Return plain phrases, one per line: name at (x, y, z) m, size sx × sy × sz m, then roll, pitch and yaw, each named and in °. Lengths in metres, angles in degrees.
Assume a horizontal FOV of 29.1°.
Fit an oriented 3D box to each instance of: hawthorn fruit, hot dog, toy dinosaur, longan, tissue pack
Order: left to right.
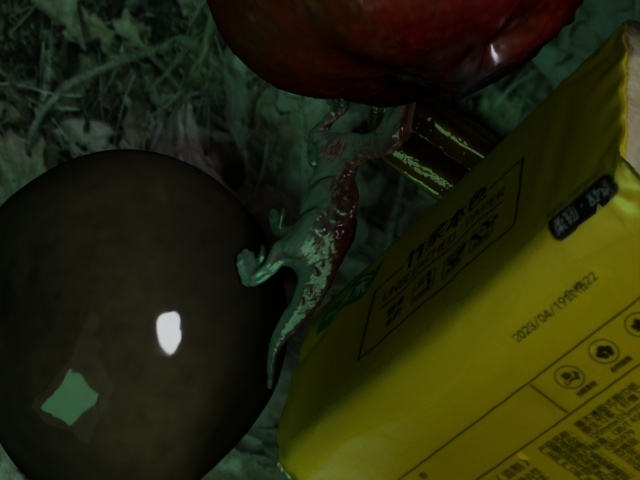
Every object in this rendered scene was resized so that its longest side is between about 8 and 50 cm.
longan at (-0.178, 0.079, 1.118) m, size 0.319 × 0.319 × 0.319 m, roll 13°, pitch 116°, yaw 27°
toy dinosaur at (0.000, 0.000, 1.004) m, size 0.167 × 0.053 × 0.242 m, roll -5°, pitch 69°, yaw 45°
hawthorn fruit at (0.039, -0.234, 0.873) m, size 0.311 × 0.295 × 0.295 m, roll 46°, pitch 126°, yaw 9°
hot dog at (0.120, -0.059, 1.024) m, size 0.188 × 0.055 × 0.072 m, roll 36°, pitch 92°, yaw 8°
tissue pack at (0.196, 0.082, 0.902) m, size 0.293 × 0.228 × 0.382 m, roll 34°, pitch 127°, yaw -14°
